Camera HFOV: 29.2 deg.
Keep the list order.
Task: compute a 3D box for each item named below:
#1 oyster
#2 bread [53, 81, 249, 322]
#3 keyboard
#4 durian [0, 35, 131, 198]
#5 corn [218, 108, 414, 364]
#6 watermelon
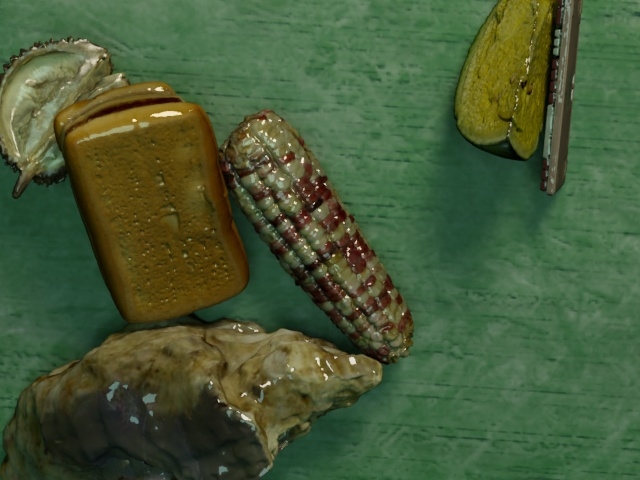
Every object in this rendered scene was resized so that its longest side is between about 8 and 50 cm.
[{"bbox_3d":[-0.121,0.144,1.020,0.341,0.110,0.166,-1,95,14],"label":"oyster"},{"bbox_3d":[-0.133,-0.028,0.983,0.116,0.077,0.200,-21,127,-12],"label":"bread"},{"bbox_3d":[0.194,-0.122,0.991,0.017,0.055,0.166,8,107,20],"label":"keyboard"},{"bbox_3d":[-0.215,-0.095,0.996,0.110,0.071,0.140,29,84,-11],"label":"durian"},{"bbox_3d":[0.000,0.000,1.013,0.079,0.079,0.237,-36,102,7],"label":"corn"},{"bbox_3d":[0.164,-0.130,0.971,0.075,0.092,0.182,24,65,-22],"label":"watermelon"}]
